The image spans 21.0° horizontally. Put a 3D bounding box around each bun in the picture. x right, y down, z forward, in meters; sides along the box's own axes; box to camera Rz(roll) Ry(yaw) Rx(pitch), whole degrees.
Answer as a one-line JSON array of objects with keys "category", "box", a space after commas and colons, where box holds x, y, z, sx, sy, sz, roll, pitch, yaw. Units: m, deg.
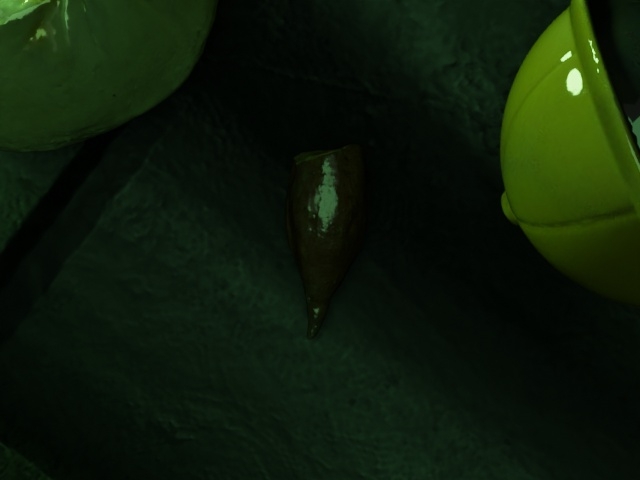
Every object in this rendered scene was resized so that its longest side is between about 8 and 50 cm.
[{"category": "bun", "box": [-0.160, -0.152, 0.957, 0.222, 0.127, 0.222, 1, 99, 10]}]

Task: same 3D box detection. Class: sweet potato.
[{"category": "sweet potato", "box": [0.000, 0.000, 0.996, 0.049, 0.049, 0.117, 7, 98, 6]}]

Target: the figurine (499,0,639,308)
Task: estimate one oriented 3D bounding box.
[{"category": "figurine", "box": [0.216, -0.067, 0.906, 0.256, 0.167, 0.192, -24, 80, -12]}]
